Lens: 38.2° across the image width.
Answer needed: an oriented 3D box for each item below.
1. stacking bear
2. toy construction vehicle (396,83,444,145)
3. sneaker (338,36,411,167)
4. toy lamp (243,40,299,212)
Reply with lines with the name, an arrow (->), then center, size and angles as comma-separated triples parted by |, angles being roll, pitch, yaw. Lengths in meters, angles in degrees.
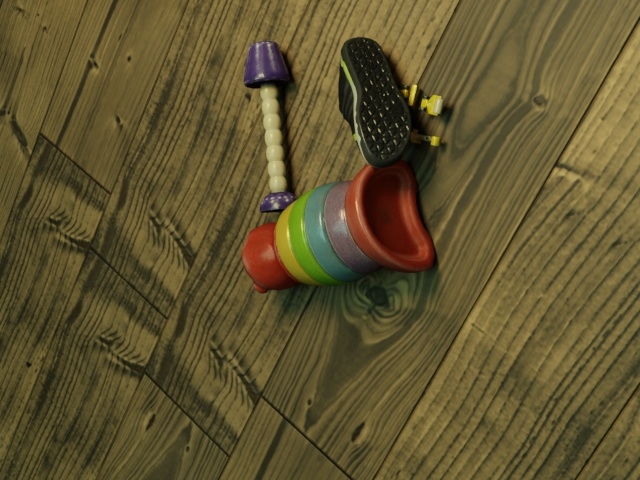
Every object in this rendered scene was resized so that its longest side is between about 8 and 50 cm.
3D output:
stacking bear -> 0.000, 0.000, 1.409 | 0.289, 0.164, 0.175 | -20, 80, 39
toy construction vehicle -> 0.144, -0.186, 1.370 | 0.098, 0.035, 0.085 | 17, 99, 41
sneaker -> 0.075, -0.194, 1.371 | 0.097, 0.084, 0.234 | 113, 153, -57
toy lamp -> -0.080, -0.184, 1.500 | 0.080, 0.080, 0.274 | -7, 87, 36
